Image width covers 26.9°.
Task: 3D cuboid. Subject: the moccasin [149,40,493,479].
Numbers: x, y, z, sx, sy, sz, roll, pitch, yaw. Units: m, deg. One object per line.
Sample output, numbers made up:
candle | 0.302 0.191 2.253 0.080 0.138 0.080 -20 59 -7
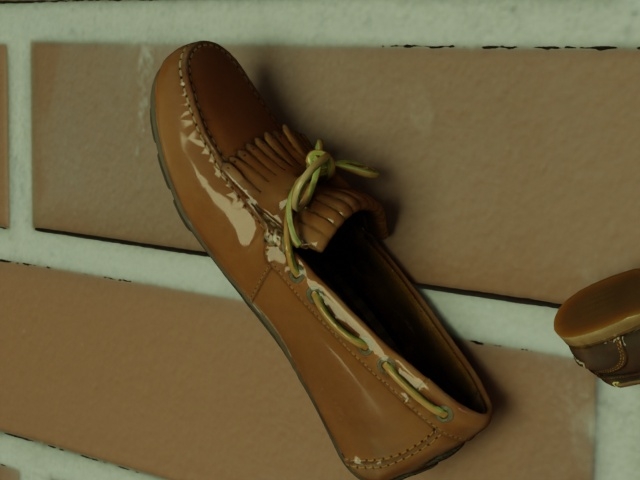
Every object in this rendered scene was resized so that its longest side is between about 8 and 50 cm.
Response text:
moccasin | -0.002 0.000 1.028 0.147 0.139 0.380 -41 71 34

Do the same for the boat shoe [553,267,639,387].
boat shoe | 0.256 0.044 0.875 0.207 0.073 0.073 -22 119 42
